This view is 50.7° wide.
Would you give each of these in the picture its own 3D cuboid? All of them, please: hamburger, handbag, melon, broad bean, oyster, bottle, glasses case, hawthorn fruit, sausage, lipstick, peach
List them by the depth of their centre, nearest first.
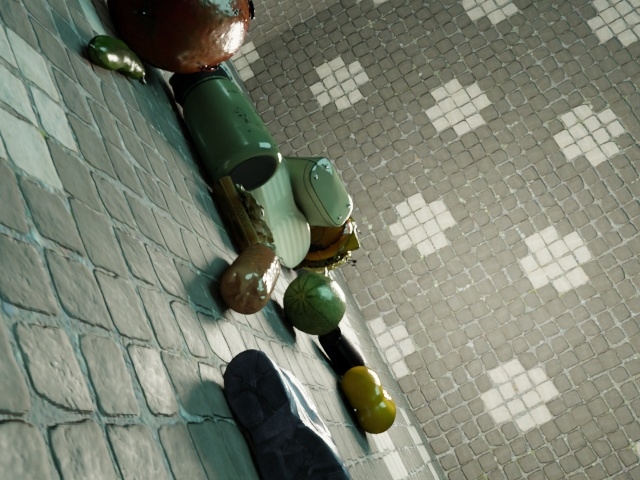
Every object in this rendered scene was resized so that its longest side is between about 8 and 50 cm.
[{"bbox_3d":[-0.344,-0.310,1.143,0.254,0.047,0.065,-79,153,-85],"label":"broad bean"},{"bbox_3d":[-0.116,0.062,1.160,0.086,0.086,0.289,61,3,-6],"label":"sausage"},{"bbox_3d":[-0.293,-0.499,1.398,0.315,0.316,0.316,61,4,-8],"label":"hawthorn fruit"},{"bbox_3d":[-0.176,-0.047,1.403,0.169,0.041,0.064,64,-21,21],"label":"glasses case"},{"bbox_3d":[-0.138,-0.029,1.429,0.106,0.061,0.199,-152,-140,-78],"label":"oyster"},{"bbox_3d":[-0.012,0.143,1.506,0.139,0.139,0.192,63,7,22],"label":"melon"},{"bbox_3d":[-0.227,-0.278,1.540,0.347,0.169,0.168,61,4,25],"label":"bottle"},{"bbox_3d":[0.121,0.398,1.684,0.179,0.103,0.179,60,0,0],"label":"peach"},{"bbox_3d":[-0.075,-0.135,1.818,0.315,0.109,0.241,8,-44,46],"label":"handbag"},{"bbox_3d":[0.099,0.362,1.826,0.418,0.077,0.077,59,5,-44],"label":"lipstick"},{"bbox_3d":[0.000,0.000,1.960,0.138,0.243,0.261,71,4,-48],"label":"hamburger"}]

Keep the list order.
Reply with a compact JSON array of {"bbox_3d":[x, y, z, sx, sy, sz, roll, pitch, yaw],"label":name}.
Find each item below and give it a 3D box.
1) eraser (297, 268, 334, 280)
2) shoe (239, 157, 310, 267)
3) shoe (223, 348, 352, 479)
[{"bbox_3d":[-0.034,0.064,2.077,0.212,0.092,0.046,65,5,30],"label":"eraser"},{"bbox_3d":[-0.139,-0.084,1.733,0.160,0.132,0.362,27,-33,37],"label":"shoe"},{"bbox_3d":[-0.031,0.255,0.876,0.245,0.095,0.137,56,5,18],"label":"shoe"}]
